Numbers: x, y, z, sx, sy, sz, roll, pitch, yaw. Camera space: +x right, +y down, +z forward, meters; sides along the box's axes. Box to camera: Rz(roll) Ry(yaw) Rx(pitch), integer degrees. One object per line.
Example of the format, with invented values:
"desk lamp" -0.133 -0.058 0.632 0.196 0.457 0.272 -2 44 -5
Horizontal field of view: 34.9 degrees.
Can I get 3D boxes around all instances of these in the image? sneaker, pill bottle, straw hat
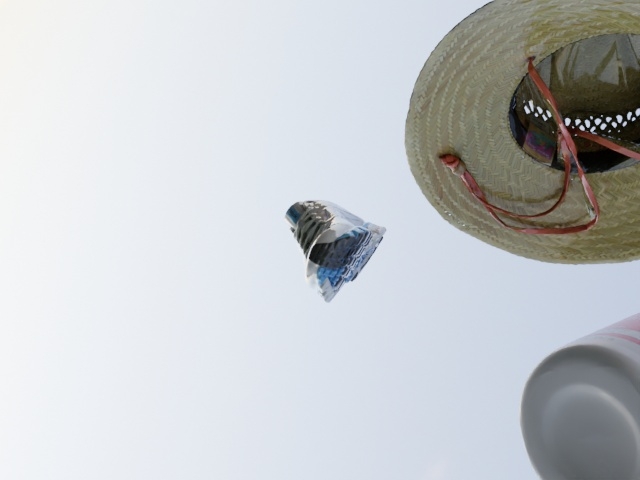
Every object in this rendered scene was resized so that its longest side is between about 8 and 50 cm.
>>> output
"sneaker" 0.000 0.000 0.878 0.071 0.083 0.190 -57 175 7
"pill bottle" 0.462 0.196 1.311 0.229 0.407 0.229 16 -67 44
"straw hat" 0.099 -0.057 0.357 0.144 0.144 0.061 -35 -147 45
